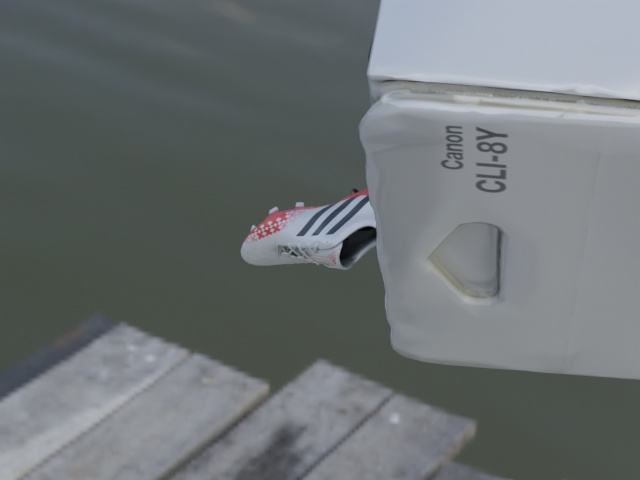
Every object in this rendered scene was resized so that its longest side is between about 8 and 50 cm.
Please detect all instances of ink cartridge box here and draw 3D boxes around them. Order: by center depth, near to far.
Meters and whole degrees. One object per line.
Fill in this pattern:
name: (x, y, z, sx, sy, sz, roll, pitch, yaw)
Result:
ink cartridge box: (0.132, -0.157, 0.656, 0.160, 0.279, 0.385, 7, 67, 10)

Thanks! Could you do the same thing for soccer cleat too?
soccer cleat: (0.000, 0.000, 0.673, 0.083, 0.029, 0.036, -18, 52, 20)

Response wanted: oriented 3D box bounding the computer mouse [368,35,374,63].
computer mouse: (0.138, -0.243, 1.571, 0.188, 0.272, 0.072, 30, -14, -8)
